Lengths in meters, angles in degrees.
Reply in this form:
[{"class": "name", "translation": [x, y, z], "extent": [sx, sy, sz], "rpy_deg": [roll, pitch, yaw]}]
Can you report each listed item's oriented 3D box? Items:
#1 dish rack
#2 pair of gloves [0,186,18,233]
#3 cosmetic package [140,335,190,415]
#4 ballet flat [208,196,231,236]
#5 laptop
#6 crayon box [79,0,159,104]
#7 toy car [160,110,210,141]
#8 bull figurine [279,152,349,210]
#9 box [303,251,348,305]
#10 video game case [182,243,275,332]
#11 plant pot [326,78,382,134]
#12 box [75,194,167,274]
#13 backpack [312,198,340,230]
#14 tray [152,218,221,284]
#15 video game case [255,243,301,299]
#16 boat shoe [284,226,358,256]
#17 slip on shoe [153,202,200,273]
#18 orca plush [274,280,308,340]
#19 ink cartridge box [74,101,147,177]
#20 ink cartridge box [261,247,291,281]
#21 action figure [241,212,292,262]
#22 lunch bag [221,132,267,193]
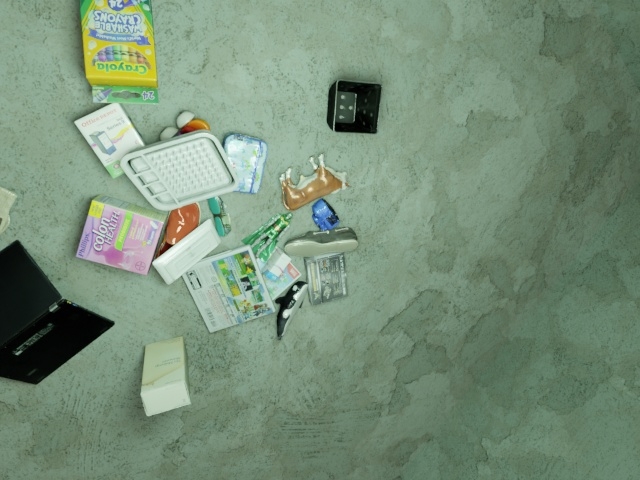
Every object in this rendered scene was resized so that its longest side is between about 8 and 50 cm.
[{"class": "dish rack", "translation": [-0.476, -0.249, 1.413], "extent": [0.332, 0.073, 0.286], "rpy_deg": [-16, 143, 2]}, {"class": "pair of gloves", "translation": [-1.148, -0.115, 1.330], "extent": [0.240, 0.042, 0.204], "rpy_deg": [23, 102, -24]}, {"class": "cosmetic package", "translation": [-0.607, 0.521, 1.602], "extent": [0.160, 0.309, 0.113], "rpy_deg": [-11, 112, -17]}, {"class": "ballet flat", "translation": [-0.394, -0.110, 1.609], "extent": [0.070, 0.070, 0.189], "rpy_deg": [-13, 116, -16]}, {"class": "laptop", "translation": [-1.084, 0.282, 1.505], "extent": [0.381, 0.236, 0.408], "rpy_deg": [-38, 145, -4]}, {"class": "crayon box", "translation": [-0.630, -0.607, 1.283], "extent": [0.202, 0.083, 0.324], "rpy_deg": [-5, 94, -19]}, {"class": "toy car", "translation": [-0.468, -0.357, 1.448], "extent": [0.182, 0.136, 0.159], "rpy_deg": [-44, 117, -2]}, {"class": "bull figurine", "translation": [-0.025, -0.243, 1.677], "extent": [0.310, 0.101, 0.189], "rpy_deg": [-30, 111, -13]}, {"class": "box", "translation": [0.026, 0.167, 1.861], "extent": [0.182, 0.056, 0.231], "rpy_deg": [-13, 112, -15]}, {"class": "video game case", "translation": [-0.381, 0.206, 1.701], "extent": [0.299, 0.036, 0.329], "rpy_deg": [-18, 113, -1]}, {"class": "plant pot", "translation": [0.115, -0.522, 1.594], "extent": [0.187, 0.167, 0.188], "rpy_deg": [-3, 109, -19]}, {"class": "box", "translation": [-0.712, -0.020, 1.471], "extent": [0.242, 0.117, 0.214], "rpy_deg": [19, 101, -19]}, {"class": "backpack", "translation": [0.013, -0.110, 1.737], "extent": [0.101, 0.098, 0.120], "rpy_deg": [-37, 117, -1]}, {"class": "tray", "translation": [-0.498, 0.048, 1.560], "extent": [0.270, 0.030, 0.145], "rpy_deg": [-43, 145, -24]}, {"class": "video game case", "translation": [-0.250, 0.174, 1.777], "extent": [0.285, 0.025, 0.204], "rpy_deg": [-41, 117, -4]}, {"class": "boat shoe", "translation": [0.000, 0.000, 1.786], "extent": [0.334, 0.096, 0.112], "rpy_deg": [-3, 145, -16]}, {"class": "slip on shoe", "translation": [-0.548, -0.012, 1.558], "extent": [0.122, 0.101, 0.332], "rpy_deg": [23, 98, -24]}, {"class": "orca plush", "translation": [-0.158, 0.300, 1.841], "extent": [0.151, 0.102, 0.288], "rpy_deg": [-25, 140, -61]}, {"class": "ink cartridge box", "translation": [-0.699, -0.345, 1.391], "extent": [0.154, 0.093, 0.213], "rpy_deg": [-29, 114, -9]}, {"class": "ink cartridge box", "translation": [-0.185, 0.100, 1.710], "extent": [0.052, 0.088, 0.123], "rpy_deg": [35, 93, -27]}, {"class": "action figure", "translation": [-0.202, -0.033, 1.702], "extent": [0.137, 0.063, 0.232], "rpy_deg": [45, 84, -13]}, {"class": "lunch bag", "translation": [-0.299, -0.295, 1.562], "extent": [0.175, 0.090, 0.219], "rpy_deg": [9, 106, -26]}]
